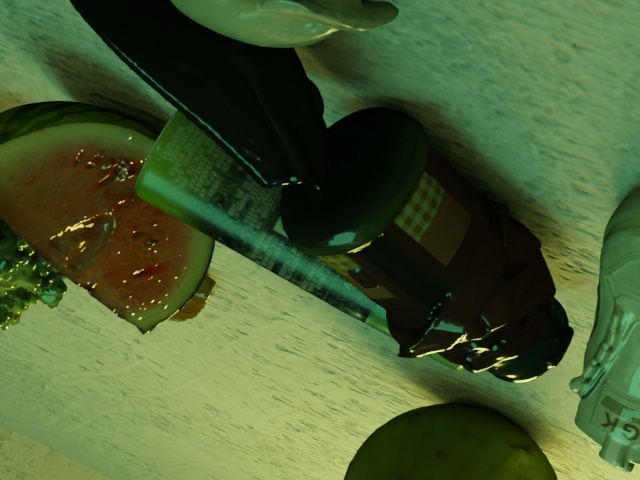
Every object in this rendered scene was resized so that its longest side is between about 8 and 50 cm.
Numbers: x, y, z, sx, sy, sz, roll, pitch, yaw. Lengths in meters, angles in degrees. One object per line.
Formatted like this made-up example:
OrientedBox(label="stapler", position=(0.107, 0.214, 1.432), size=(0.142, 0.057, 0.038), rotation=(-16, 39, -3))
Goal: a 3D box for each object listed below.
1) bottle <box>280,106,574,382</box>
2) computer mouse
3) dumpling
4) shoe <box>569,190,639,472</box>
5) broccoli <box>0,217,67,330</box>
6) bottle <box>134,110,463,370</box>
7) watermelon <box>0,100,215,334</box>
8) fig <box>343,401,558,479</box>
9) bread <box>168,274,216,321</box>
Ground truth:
OrientedBox(label="bottle", position=(0.092, 0.023, 1.310), size=(0.156, 0.143, 0.271), rotation=(6, 151, 50))
OrientedBox(label="computer mouse", position=(-0.072, -0.136, 1.177), size=(0.264, 0.088, 0.147), rotation=(45, -162, -21))
OrientedBox(label="dumpling", position=(-0.033, -0.173, 1.083), size=(0.176, 0.092, 0.150), rotation=(7, 165, 39))
OrientedBox(label="shoe", position=(0.247, 0.090, 1.234), size=(0.124, 0.159, 0.316), rotation=(23, 163, 21))
OrientedBox(label="broccoli", position=(-0.444, -0.042, 1.752), size=(0.277, 0.317, 0.339), rotation=(104, 144, -83))
OrientedBox(label="bottle", position=(0.000, 0.000, 1.455), size=(0.330, 0.093, 0.093), rotation=(30, 161, 1))
OrientedBox(label="watermelon", position=(-0.212, -0.060, 1.573), size=(0.303, 0.159, 0.128), rotation=(46, -175, -45))
OrientedBox(label="fig", position=(0.133, 0.299, 1.781), size=(0.239, 0.239, 0.271), rotation=(24, -159, 17))
OrientedBox(label="bread", position=(-0.168, 0.054, 1.907), size=(0.136, 0.054, 0.154), rotation=(3, 150, 48))
